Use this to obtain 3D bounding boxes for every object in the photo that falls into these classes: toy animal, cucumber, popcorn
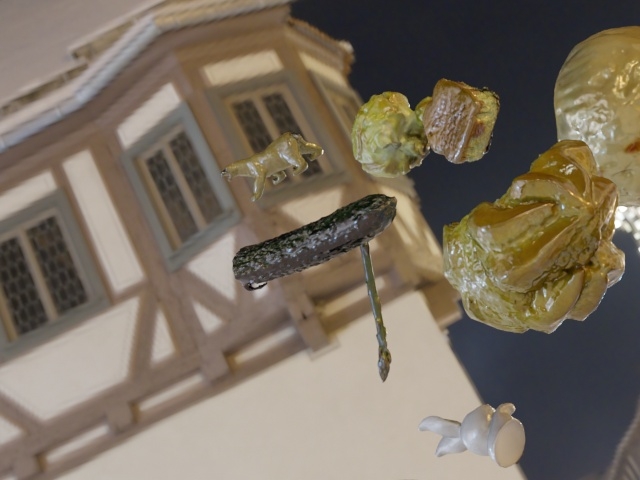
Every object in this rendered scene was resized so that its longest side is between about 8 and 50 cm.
[{"bbox_3d":[0.316,0.387,2.246,0.103,0.221,0.131,50,-117,-30],"label":"toy animal"},{"bbox_3d":[-0.112,-0.174,2.475,0.219,0.101,0.103,-30,12,20],"label":"toy animal"},{"bbox_3d":[0.001,0.001,1.437,0.245,0.067,0.067,-21,-20,23],"label":"cucumber"},{"bbox_3d":[0.169,-0.239,2.411,0.212,0.198,0.198,-18,-21,18],"label":"popcorn"}]

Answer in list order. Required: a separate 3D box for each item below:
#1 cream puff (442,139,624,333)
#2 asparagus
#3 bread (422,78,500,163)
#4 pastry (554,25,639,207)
[{"bbox_3d":[0.361,0.020,1.770,0.323,0.274,0.270,-40,7,6],"label":"cream puff"},{"bbox_3d":[0.073,0.083,1.516,0.023,0.232,0.022,-6,5,41],"label":"asparagus"},{"bbox_3d":[0.247,-0.215,1.963,0.069,0.128,0.140,-4,-64,-42],"label":"bread"},{"bbox_3d":[0.649,-0.250,2.223,0.313,0.388,0.388,-1,-12,28],"label":"pastry"}]
